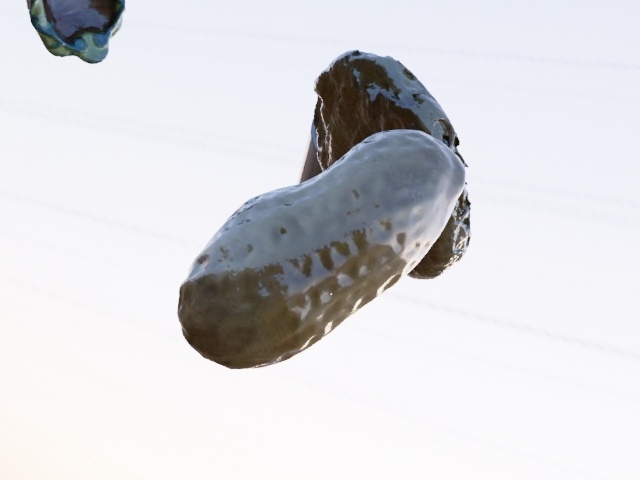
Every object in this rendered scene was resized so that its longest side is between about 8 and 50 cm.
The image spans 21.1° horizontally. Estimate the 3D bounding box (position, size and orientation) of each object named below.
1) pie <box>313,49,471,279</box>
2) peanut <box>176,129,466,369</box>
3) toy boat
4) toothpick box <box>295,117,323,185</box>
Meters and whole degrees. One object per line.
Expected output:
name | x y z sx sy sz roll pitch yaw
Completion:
pie | 0.056 -0.062 1.354 0.195 0.046 0.195 47 -29 37
peanut | 0.000 0.000 1.141 0.108 0.226 0.095 41 -21 41
toy boat | -0.236 -0.305 1.582 0.099 0.108 0.293 34 -42 36
toothpick box | 0.030 -0.047 1.653 0.111 0.111 0.180 31 -34 11
